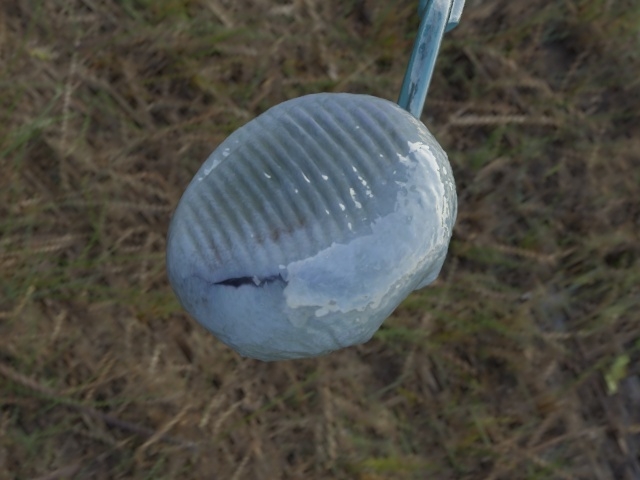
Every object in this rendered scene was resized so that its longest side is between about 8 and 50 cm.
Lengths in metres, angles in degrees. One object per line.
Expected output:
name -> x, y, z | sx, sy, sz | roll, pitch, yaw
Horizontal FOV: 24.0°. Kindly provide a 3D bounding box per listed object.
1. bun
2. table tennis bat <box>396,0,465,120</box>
bun -> 0.000, 0.000, 0.676 | 0.083, 0.141, 0.141 | 62, 37, -37
table tennis bat -> 0.075, -0.138, 1.003 | 0.033, 0.124, 0.201 | 15, 59, 1
